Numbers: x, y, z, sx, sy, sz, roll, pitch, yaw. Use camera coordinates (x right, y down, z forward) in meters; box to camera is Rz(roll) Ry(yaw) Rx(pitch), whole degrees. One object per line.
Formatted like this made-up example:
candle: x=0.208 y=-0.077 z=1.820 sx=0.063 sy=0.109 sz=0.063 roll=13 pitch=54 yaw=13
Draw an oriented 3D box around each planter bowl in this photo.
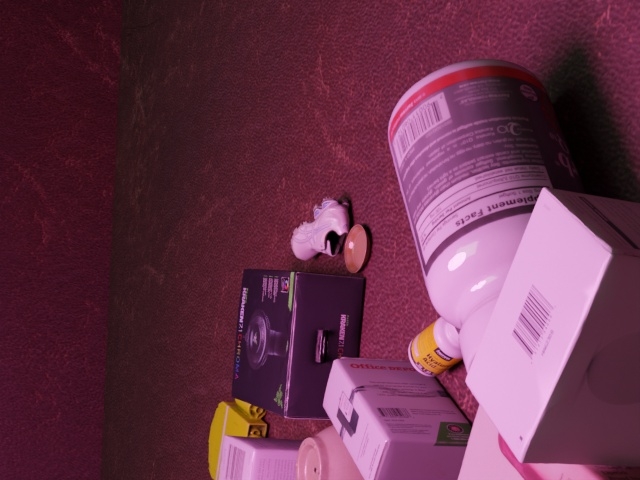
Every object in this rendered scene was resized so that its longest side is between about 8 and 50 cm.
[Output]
planter bowl: x=0.028 y=0.350 z=1.624 sx=0.162 sy=0.109 sz=0.162 roll=-172 pitch=90 yaw=-67

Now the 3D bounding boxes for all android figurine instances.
android figurine: x=-0.167 y=0.431 z=2.185 sx=0.273 sy=0.056 sz=0.248 roll=-163 pitch=81 yaw=-66

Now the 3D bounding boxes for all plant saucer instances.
plant saucer: x=0.066 y=0.015 z=1.819 sx=0.083 sy=0.015 sz=0.083 roll=-173 pitch=90 yaw=-66

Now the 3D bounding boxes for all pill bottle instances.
pill bottle: x=0.212 y=-0.019 z=1.252 sx=0.210 sy=0.210 sz=0.363 roll=123 pitch=145 yaw=-46
pill bottle: x=0.175 y=0.140 z=1.472 sx=0.116 sy=0.065 sz=0.065 roll=131 pitch=139 yaw=-53

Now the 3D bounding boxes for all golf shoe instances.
golf shoe: x=0.000 y=0.000 z=1.915 sx=0.176 sy=0.069 sz=0.086 roll=-55 pitch=42 yaw=49

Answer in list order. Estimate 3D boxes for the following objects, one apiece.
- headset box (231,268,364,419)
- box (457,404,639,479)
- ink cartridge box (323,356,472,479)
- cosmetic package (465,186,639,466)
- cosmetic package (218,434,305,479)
headset box: x=-0.040 y=0.178 z=1.871 sx=0.283 sy=0.131 sz=0.246 roll=-179 pitch=95 yaw=-66
box: x=0.272 y=0.256 z=1.115 sx=0.232 sy=0.148 sz=0.127 roll=-140 pitch=60 yaw=-62
ink cartridge box: x=0.110 y=0.254 z=1.483 sx=0.208 sy=0.153 sz=0.087 roll=-125 pitch=46 yaw=-58
cosmetic package: x=0.293 y=0.088 z=1.017 sx=0.138 sy=0.224 sz=0.224 roll=-120 pitch=43 yaw=-58
cosmetic package: x=-0.063 y=0.416 z=1.789 sx=0.151 sy=0.183 sz=0.152 roll=178 pitch=99 yaw=-66
